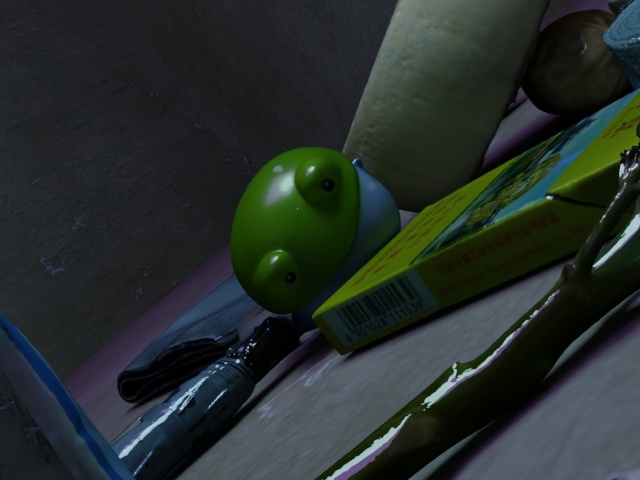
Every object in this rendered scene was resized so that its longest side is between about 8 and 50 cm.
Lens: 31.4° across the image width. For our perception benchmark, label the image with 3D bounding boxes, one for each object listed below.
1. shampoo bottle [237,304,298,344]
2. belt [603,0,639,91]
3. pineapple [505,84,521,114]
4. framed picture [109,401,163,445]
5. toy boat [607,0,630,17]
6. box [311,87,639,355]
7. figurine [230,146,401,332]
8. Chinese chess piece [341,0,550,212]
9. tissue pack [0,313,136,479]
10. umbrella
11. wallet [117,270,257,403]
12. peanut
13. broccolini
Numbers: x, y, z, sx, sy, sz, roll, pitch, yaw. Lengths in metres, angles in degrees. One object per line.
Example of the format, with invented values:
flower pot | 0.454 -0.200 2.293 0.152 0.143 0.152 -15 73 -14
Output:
shampoo bottle | -0.046 0.084 1.146 0.080 0.040 0.165 -32 4 -3
belt | 0.303 -0.166 0.853 0.163 0.082 0.147 -19 26 47
pineapple | 0.192 -0.179 1.622 0.237 0.111 0.119 -47 -20 -35
framed picture | -0.194 0.217 1.063 0.213 0.016 0.289 -32 7 41
toy boat | 0.364 -0.263 0.996 0.141 0.141 0.269 -38 -1 -19
box | 0.152 -0.027 0.817 0.335 0.047 0.187 -30 8 47
figurine | 0.000 0.000 1.049 0.162 0.143 0.263 -63 -10 0
Chinese chess piece | 0.132 -0.191 1.167 0.338 0.140 0.338 21 -90 -88
tissue pack | -0.190 0.150 0.639 0.146 0.198 0.263 -37 5 -18
umbrella | -0.108 0.148 0.933 0.250 0.053 0.052 -38 13 -32
wallet | -0.112 0.093 1.427 0.251 0.054 0.290 -42 9 -39
peanut | 0.262 -0.180 1.179 0.117 0.101 0.263 -13 4 2
broccolini | 0.096 0.028 0.523 0.392 0.074 0.079 -36 -2 -13
